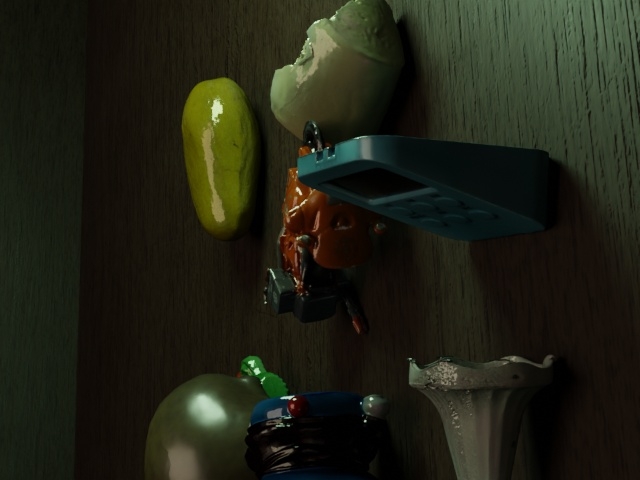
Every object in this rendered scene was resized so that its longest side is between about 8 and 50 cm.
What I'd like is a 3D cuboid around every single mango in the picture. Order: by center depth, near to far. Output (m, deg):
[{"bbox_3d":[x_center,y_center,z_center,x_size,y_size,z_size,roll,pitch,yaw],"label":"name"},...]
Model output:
[{"bbox_3d":[-0.189,-0.152,2.377,0.195,0.142,0.332,145,124,-67],"label":"mango"}]

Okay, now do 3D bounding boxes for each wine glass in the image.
[{"bbox_3d":[0.182,0.223,1.385,0.165,0.164,0.197,169,98,-67],"label":"wine glass"}]

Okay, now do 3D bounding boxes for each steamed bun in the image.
[{"bbox_3d":[0.021,-0.254,1.860,0.200,0.170,0.225,-103,30,-49],"label":"steamed bun"}]

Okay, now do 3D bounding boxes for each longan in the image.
[{"bbox_3d":[-0.137,0.349,1.930,0.297,0.297,0.297,-174,90,-68],"label":"longan"}]

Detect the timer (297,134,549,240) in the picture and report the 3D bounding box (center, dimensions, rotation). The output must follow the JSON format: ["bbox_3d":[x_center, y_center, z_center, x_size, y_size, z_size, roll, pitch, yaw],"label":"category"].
[{"bbox_3d":[0.116,-0.063,1.476,0.232,0.249,0.091,171,105,-67],"label":"timer"}]

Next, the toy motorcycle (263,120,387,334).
[{"bbox_3d":[0.000,0.000,1.834,0.326,0.147,0.221,98,157,-45],"label":"toy motorcycle"}]

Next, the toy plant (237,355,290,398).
[{"bbox_3d":[-0.111,0.310,2.142,0.155,0.088,0.240,52,140,40],"label":"toy plant"}]

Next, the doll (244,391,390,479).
[{"bbox_3d":[-0.004,0.362,1.674,0.240,0.284,0.310,34,-131,-67],"label":"doll"}]
